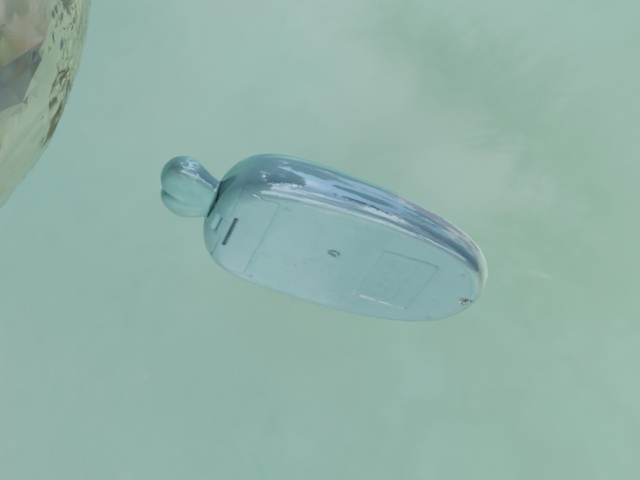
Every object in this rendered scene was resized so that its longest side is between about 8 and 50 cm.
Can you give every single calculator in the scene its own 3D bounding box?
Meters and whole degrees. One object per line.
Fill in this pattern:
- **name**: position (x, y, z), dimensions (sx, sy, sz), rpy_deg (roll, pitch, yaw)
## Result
- **calculator**: position (0.000, 0.000, 1.281), dimensions (0.295, 0.184, 0.042), rpy_deg (19, 58, -8)

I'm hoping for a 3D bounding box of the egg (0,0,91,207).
- **egg**: position (-0.225, -0.097, 0.710), dimensions (0.201, 0.337, 0.337), rpy_deg (17, 87, 28)
